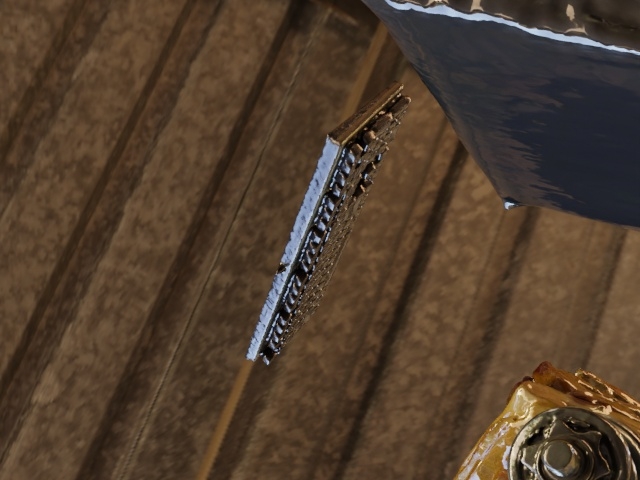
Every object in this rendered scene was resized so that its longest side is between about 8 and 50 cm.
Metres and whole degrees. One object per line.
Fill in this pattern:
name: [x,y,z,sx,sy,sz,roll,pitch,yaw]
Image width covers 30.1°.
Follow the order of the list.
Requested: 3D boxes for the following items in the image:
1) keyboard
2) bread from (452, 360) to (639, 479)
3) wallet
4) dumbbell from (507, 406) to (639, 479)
keyboard: [0.000,0.000,1.012,0.027,0.317,0.106,38,-127,12]
bread: [0.283,0.265,1.129,0.325,0.277,0.167,27,-148,3]
wallet: [0.110,-0.034,0.420,0.146,0.285,0.030,16,-94,19]
dumbbell: [0.176,0.160,0.820,0.110,0.254,0.110,-4,-107,15]
